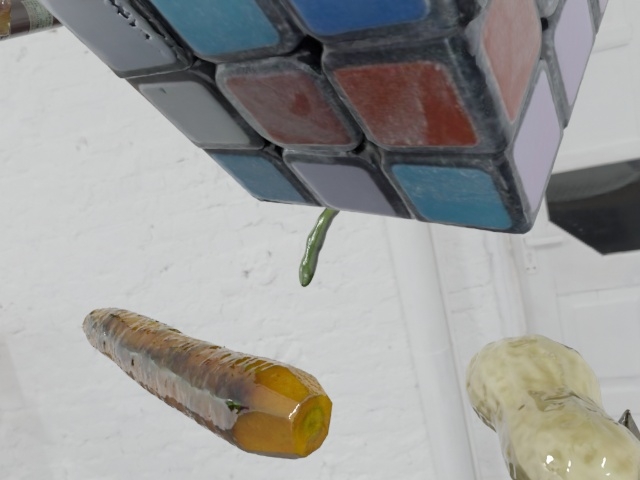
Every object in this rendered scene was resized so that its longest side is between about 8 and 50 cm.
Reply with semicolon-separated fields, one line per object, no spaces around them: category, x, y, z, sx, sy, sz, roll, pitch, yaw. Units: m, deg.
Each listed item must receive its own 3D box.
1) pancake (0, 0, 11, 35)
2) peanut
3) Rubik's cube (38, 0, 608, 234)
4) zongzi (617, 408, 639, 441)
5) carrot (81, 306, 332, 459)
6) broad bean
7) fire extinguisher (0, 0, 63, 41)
pancake;-0.617;-0.429;0.983;0.257;0.213;0.056;-25;9;10
peanut;0.214;0.164;0.543;0.123;0.124;0.257;-14;13;0
Rubik's cube;0.039;-0.250;0.525;0.363;0.359;0.362;6;62;34
zongzi;0.343;0.320;0.665;0.084;0.184;0.187;2;39;30
carrot;-0.121;0.100;0.480;0.314;0.066;0.066;11;25;41
broad bean;-0.001;-0.003;1.305;0.039;0.069;0.227;15;65;25
fire extinguisher;-0.549;-0.447;1.116;0.071;0.099;0.231;18;37;24
